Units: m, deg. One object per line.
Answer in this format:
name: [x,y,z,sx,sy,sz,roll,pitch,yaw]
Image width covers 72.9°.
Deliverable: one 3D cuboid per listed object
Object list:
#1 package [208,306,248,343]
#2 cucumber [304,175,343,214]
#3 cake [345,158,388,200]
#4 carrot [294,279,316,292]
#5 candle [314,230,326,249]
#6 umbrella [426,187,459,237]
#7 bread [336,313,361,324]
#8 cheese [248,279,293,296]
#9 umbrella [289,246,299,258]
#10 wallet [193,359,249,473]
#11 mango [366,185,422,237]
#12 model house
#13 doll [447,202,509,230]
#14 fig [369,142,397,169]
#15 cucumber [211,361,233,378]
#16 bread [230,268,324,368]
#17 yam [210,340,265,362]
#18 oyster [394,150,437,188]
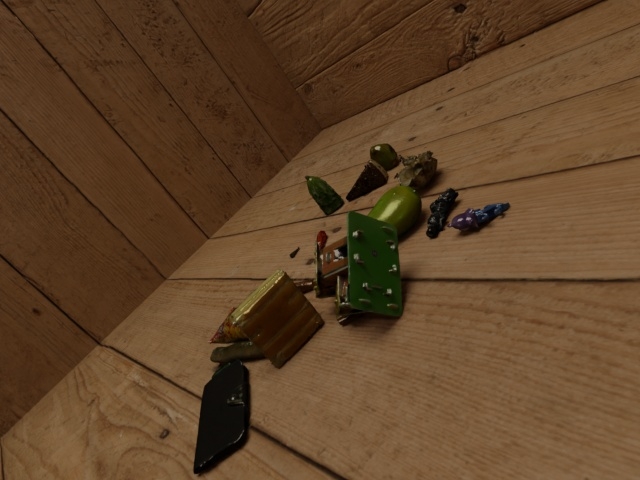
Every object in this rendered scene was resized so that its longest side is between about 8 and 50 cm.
package: [-0.296,0.328,1.751,0.288,0.108,0.223,-14,24,31]
cucumber: [0.003,-0.259,2.312,0.134,0.244,0.134,-37,21,17]
cake: [0.247,-0.285,2.257,0.246,0.135,0.112,-59,-4,30]
carrot: [-0.090,0.195,1.773,0.161,0.055,0.055,-21,26,31]
candle: [0.000,0.000,2.038,0.053,0.048,0.162,-12,27,13]
umbrella: [0.425,-0.099,1.561,0.224,0.071,0.080,-58,1,-33]
bread: [0.093,0.242,1.409,0.083,0.036,0.047,-28,23,13]
cheese: [-0.229,0.226,1.894,0.244,0.062,0.155,-25,10,19]
umbrella: [-0.129,0.061,2.155,0.031,0.020,0.083,-8,30,50]
wallet: [-0.313,0.549,1.390,0.197,0.051,0.377,-36,23,5]
mango: [0.278,-0.092,1.660,0.273,0.149,0.185,-49,31,-15]
model house: [0.129,0.127,1.426,0.323,0.340,0.300,-29,53,49]
doll: [0.509,-0.079,1.394,0.205,0.067,0.110,-20,10,11]
fig: [0.347,-0.447,2.333,0.144,0.154,0.166,-26,50,-12]
cucumber: [-0.358,0.486,1.587,0.105,0.048,0.048,-35,21,7]
bread: [-0.145,0.266,1.461,0.246,0.239,0.111,-42,16,-18]
yam: [-0.300,0.416,1.619,0.317,0.067,0.071,-19,14,37]
oyster: [0.423,-0.321,1.930,0.197,0.133,0.337,-33,19,16]
